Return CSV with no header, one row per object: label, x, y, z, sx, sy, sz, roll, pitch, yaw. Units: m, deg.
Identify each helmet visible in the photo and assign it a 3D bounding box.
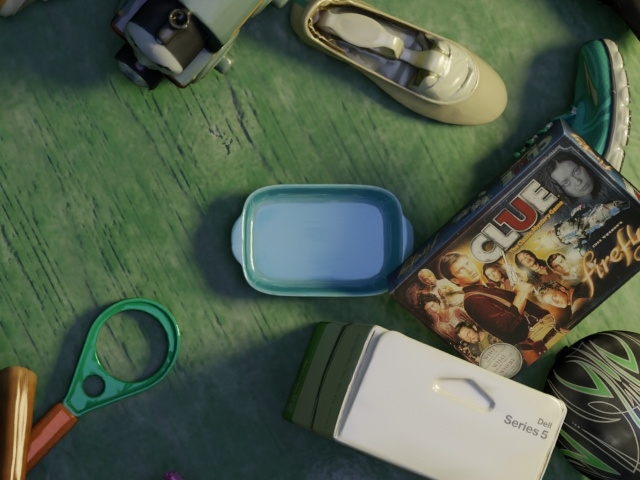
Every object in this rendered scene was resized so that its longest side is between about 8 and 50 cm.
helmet,0.309,0.173,1.806,0.169,0.161,0.169,0,89,-10

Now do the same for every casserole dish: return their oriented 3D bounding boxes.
casserole dish,0.000,0.000,1.817,0.188,0.037,0.114,0,89,-10

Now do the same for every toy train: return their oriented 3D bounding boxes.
toy train,-0.075,-0.286,1.731,0.142,0.190,0.334,43,82,-6

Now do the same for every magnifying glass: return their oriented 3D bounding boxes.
magnifying glass,-0.234,0.152,1.779,0.092,0.026,0.231,45,80,-7

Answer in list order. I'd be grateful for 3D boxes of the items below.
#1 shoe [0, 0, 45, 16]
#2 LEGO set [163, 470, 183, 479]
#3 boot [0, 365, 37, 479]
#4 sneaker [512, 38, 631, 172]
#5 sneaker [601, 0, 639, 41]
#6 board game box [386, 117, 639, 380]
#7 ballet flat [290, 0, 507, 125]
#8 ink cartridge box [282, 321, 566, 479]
shoe,-0.231,-0.288,1.760,0.219,0.076,0.058,-42,91,-11
LEGO set,-0.213,0.301,1.727,0.227,0.087,0.093,-38,99,-30
boot,-0.349,0.281,1.693,0.096,0.264,0.281,7,64,-31
sneaker,0.252,-0.079,1.836,0.110,0.107,0.275,14,86,-1
sneaker,0.273,-0.303,1.851,0.130,0.109,0.286,-31,85,-3
board game box,0.208,0.017,1.773,0.165,0.042,0.243,40,111,-17
ballet flat,0.085,-0.186,1.814,0.248,0.086,0.086,23,85,-9
ink cartridge box,0.092,0.164,1.710,0.198,0.273,0.115,22,85,-9
